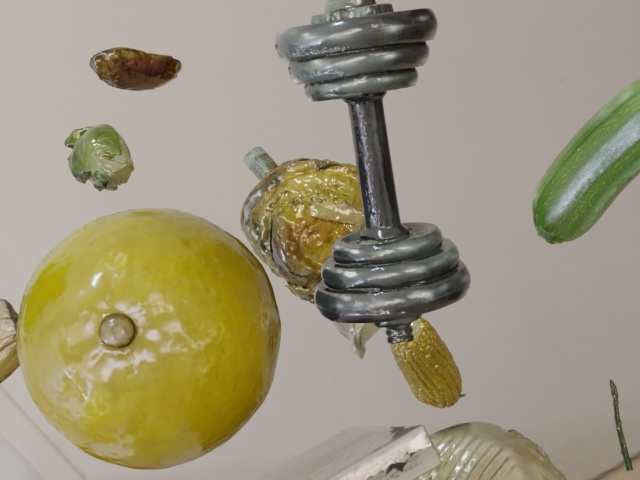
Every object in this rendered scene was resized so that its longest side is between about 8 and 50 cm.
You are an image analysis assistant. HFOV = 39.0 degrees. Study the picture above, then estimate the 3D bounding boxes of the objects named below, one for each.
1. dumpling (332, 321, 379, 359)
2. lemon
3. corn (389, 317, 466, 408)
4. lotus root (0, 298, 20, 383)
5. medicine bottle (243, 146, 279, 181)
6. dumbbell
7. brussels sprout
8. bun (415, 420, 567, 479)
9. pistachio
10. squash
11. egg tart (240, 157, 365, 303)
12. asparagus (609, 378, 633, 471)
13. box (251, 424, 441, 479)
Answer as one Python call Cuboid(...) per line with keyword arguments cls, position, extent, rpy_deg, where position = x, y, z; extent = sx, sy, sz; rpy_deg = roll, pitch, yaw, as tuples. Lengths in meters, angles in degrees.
Cuboid(cls="dumpling", position=(0.083, 0.115, 1.777), extent=(0.147, 0.193, 0.258), rpy_deg=(4, 65, 4))
Cuboid(cls="lemon", position=(-0.209, 0.118, 1.119), extent=(0.348, 0.348, 0.348), rpy_deg=(-23, 29, 14))
Cuboid(cls="corn", position=(0.174, 0.200, 1.493), extent=(0.091, 0.260, 0.091), rpy_deg=(-17, 53, 9))
Cuboid(cls="lotus root", position=(-0.601, 0.182, 1.653), extent=(0.135, 0.159, 0.095), rpy_deg=(-28, 3, 0))
Cuboid(cls="medicine bottle", position=(-0.103, -0.134, 1.700), extent=(0.047, 0.047, 0.083), rpy_deg=(-37, 70, -11))
Cuboid(cls="dumbbell", position=(0.059, -0.083, 0.984), extent=(0.179, 0.406, 0.179), rpy_deg=(-9, 11, 2))
Cuboid(cls="brussels sprout", position=(-0.463, -0.174, 1.893), extent=(0.181, 0.101, 0.139), rpy_deg=(34, 113, 49))
Cuboid(cls="bun", position=(0.223, 0.448, 1.351), extent=(0.362, 0.234, 0.326), rpy_deg=(-30, 27, 37))
Cuboid(cls="pistachio", position=(-0.307, -0.278, 1.517), extent=(0.173, 0.049, 0.090), rpy_deg=(1, -19, -43))
Cuboid(cls="squash", position=(0.278, -0.080, 0.870), extent=(0.068, 0.077, 0.219), rpy_deg=(-25, -19, -51))
Cuboid(cls="egg tart", position=(0.000, 0.000, 1.551), extent=(0.297, 0.297, 0.132), rpy_deg=(-20, 21, 20))
Cuboid(cls="asparagus", position=(0.534, 0.329, 1.612), extent=(0.016, 0.016, 0.162), rpy_deg=(135, 134, -62))
Cuboid(cls="box", position=(-0.002, 0.288, 1.078), extent=(0.205, 0.051, 0.365), rpy_deg=(-25, -6, -14))
